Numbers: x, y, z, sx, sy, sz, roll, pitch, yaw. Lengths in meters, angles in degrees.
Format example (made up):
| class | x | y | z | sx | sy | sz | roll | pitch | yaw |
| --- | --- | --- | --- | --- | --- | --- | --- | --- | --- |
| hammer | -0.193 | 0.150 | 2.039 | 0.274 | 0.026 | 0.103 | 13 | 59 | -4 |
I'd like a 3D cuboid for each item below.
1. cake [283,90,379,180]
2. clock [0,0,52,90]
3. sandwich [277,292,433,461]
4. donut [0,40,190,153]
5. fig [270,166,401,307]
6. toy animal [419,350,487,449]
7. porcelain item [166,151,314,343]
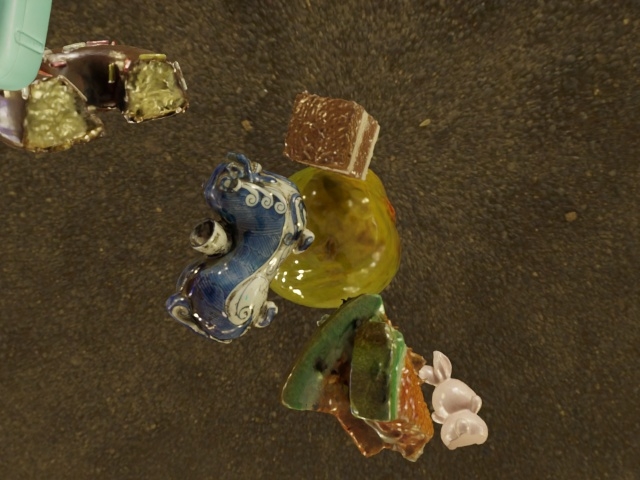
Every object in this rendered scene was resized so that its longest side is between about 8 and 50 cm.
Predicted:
| class | x | y | z | sx | sy | sz | roll | pitch | yaw |
| --- | --- | --- | --- | --- | --- | --- | --- | --- | --- |
| cake | 0.027 | -0.195 | 1.067 | 0.135 | 0.147 | 0.134 | 18 | 98 | 29 |
| clock | -0.475 | -0.316 | 0.695 | 0.274 | 0.094 | 0.223 | 12 | 92 | 7 |
| sandwich | 0.091 | 0.268 | 0.974 | 0.250 | 0.162 | 0.301 | -43 | 104 | -7 |
| donut | -0.433 | -0.277 | 1.026 | 0.259 | 0.345 | 0.136 | 32 | 132 | 37 |
| fig | 0.007 | -0.003 | 1.264 | 0.344 | 0.343 | 0.343 | 1 | 99 | 4 |
| toy animal | 0.311 | 0.366 | 1.313 | 0.124 | 0.124 | 0.212 | -16 | 58 | 6 |
| porcelain item | -0.134 | 0.014 | 0.892 | 0.186 | 0.138 | 0.288 | 37 | 79 | -37 |
